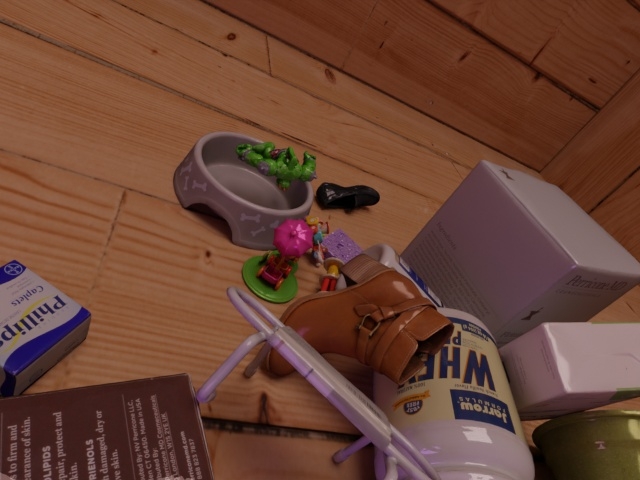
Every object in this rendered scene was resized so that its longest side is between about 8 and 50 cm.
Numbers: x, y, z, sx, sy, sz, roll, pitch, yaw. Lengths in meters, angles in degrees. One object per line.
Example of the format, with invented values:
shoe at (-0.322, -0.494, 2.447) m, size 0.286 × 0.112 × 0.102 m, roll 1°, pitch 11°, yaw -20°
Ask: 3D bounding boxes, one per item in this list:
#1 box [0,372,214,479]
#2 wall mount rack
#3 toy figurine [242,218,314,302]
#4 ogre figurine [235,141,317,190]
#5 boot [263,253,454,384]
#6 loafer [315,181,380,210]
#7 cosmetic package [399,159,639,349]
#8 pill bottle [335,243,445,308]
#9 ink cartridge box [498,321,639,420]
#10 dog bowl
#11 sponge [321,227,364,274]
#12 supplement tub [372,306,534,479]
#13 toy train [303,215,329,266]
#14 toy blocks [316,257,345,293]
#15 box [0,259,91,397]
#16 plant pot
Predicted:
box at (-0.312, 0.245, 0.385) m, size 0.381 × 0.191 × 0.143 m, roll 5°, pitch 44°, yaw -36°
wall mount rack at (-0.019, 0.221, 0.580) m, size 0.350 × 0.130 × 0.304 m, roll 42°, pitch -4°, yaw 9°
toy figurine at (-0.064, 0.020, 0.905) m, size 0.130 × 0.159 × 0.173 m, roll 35°, pitch 33°, yaw 2°
ogre figurine at (-0.090, -0.180, 1.010) m, size 0.197 × 0.097 × 0.118 m, roll 24°, pitch 21°, yaw -35°
boot at (0.057, 0.169, 0.714) m, size 0.283 × 0.109 × 0.220 m, roll -39°, pitch 46°, yaw -12°
loafer at (0.090, -0.122, 1.296) m, size 0.223 × 0.076 × 0.078 m, roll 1°, pitch 51°, yaw -33°
cosmetic package at (0.447, 0.079, 1.057) m, size 0.329 × 0.394 × 0.328 m, roll 7°, pitch 42°, yaw -33°
pill bottle at (0.169, 0.146, 0.913) m, size 0.265 × 0.153 × 0.153 m, roll 46°, pitch 31°, yaw -15°
ink cartridge box at (0.431, 0.274, 0.843) m, size 0.206 × 0.354 × 0.119 m, roll 2°, pitch 59°, yaw -11°
dog bowl at (-0.172, -0.136, 1.060) m, size 0.348 × 0.102 × 0.349 m, roll 23°, pitch 34°, yaw -17°
sponge at (0.091, 0.063, 1.100) m, size 0.210 × 0.031 × 0.117 m, roll 42°, pitch 34°, yaw 12°
supplement tub at (0.204, 0.299, 0.717) m, size 0.235 × 0.235 × 0.325 m, roll 26°, pitch 34°, yaw -13°
toy train at (0.000, 0.000, 0.985) m, size 0.166 × 0.046 × 0.125 m, roll -164°, pitch -123°, yaw -83°
toy blocks at (0.046, 0.125, 0.964) m, size 0.123 × 0.054 × 0.148 m, roll 33°, pitch 44°, yaw -18°
box at (-0.407, 0.114, 0.574) m, size 0.137 × 0.072 × 0.126 m, roll 35°, pitch 34°, yaw -1°
plant pot at (0.567, 0.490, 0.801) m, size 0.275 × 0.276 × 0.254 m, roll 24°, pitch 46°, yaw -16°
